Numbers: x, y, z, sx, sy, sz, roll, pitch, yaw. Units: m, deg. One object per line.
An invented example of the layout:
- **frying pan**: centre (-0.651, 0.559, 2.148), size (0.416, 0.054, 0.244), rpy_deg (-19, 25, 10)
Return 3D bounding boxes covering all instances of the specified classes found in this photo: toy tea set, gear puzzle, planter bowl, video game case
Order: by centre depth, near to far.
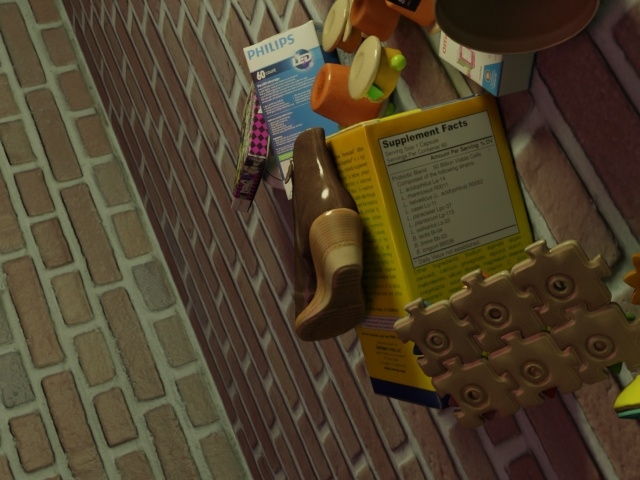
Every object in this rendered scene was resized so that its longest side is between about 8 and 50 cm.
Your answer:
- **planter bowl**: centre (0.198, -0.281, 0.909), size (0.162, 0.162, 0.109), rpy_deg (129, 148, -64)
- **gear puzzle**: centre (0.250, 0.079, 0.954), size (0.339, 0.044, 0.175), rpy_deg (-29, 101, 32)
- **toy tea set**: centre (0.097, -0.260, 1.237), size (0.336, 0.124, 0.200), rpy_deg (-179, 103, -70)
- **video game case**: centre (-0.127, -0.203, 1.707), size (0.210, 0.041, 0.232), rpy_deg (118, 159, -61)

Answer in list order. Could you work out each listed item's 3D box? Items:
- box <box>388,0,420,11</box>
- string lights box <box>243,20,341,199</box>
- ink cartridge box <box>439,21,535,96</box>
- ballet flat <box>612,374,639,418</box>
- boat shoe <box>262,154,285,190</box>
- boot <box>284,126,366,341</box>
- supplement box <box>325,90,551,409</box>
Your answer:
- **box**: centre (0.136, -0.371, 0.916), size (0.051, 0.220, 0.175), rpy_deg (25, 150, -1)
- **string lights box**: centre (-0.020, -0.210, 1.455), size (0.133, 0.076, 0.260), rpy_deg (-15, 92, 25)
- **ink cartridge box**: centre (0.195, -0.237, 1.051), size (0.122, 0.052, 0.089), rpy_deg (51, 149, 45)
- **ballet flat**: centre (0.380, 0.136, 0.882), size (0.231, 0.077, 0.077), rpy_deg (151, 122, -65)
- **boat shoe**: centre (-0.024, -0.131, 1.610), size (0.258, 0.095, 0.084), rpy_deg (25, 122, 50)
- **boot**: centre (0.000, 0.000, 1.163), size (0.248, 0.090, 0.207), rpy_deg (108, 152, -57)
- **supplement box**: centre (0.143, 0.011, 1.164), size (0.195, 0.194, 0.357), rpy_deg (-7, 99, 68)
